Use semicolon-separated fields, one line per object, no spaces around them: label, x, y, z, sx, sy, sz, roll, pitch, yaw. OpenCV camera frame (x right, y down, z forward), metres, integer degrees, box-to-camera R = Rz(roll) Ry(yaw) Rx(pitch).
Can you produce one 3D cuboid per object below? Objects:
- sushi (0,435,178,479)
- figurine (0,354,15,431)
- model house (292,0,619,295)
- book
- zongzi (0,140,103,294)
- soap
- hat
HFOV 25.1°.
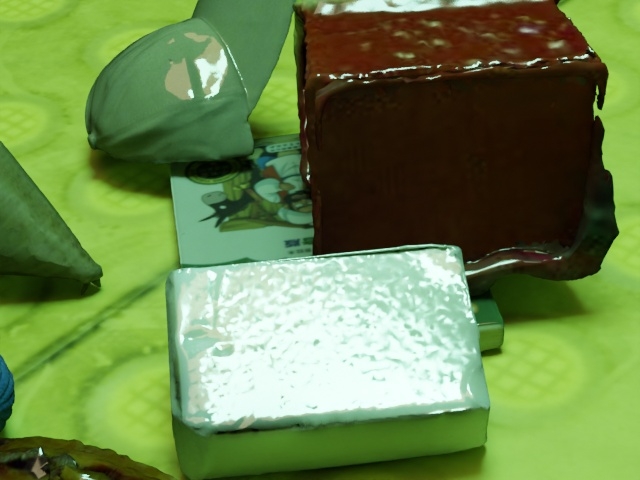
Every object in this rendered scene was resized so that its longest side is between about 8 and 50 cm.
sushi;-0.078;0.186;0.674;0.296;0.179;0.166;12;56;25
figurine;-0.236;0.079;0.899;0.087;0.086;0.149;13;20;-17
model house;0.080;-0.098;0.986;0.196;0.160;0.254;-5;34;-2
book;0.000;0.000;1.014;0.202;0.027;0.264;-7;36;-5
zongzi;-0.424;-0.084;1.138;0.218;0.467;0.500;-55;17;-11
soap;0.002;0.071;0.857;0.183;0.063;0.121;-5;56;-2
hat;-0.111;-0.156;1.099;0.144;0.173;0.166;-11;20;-27
